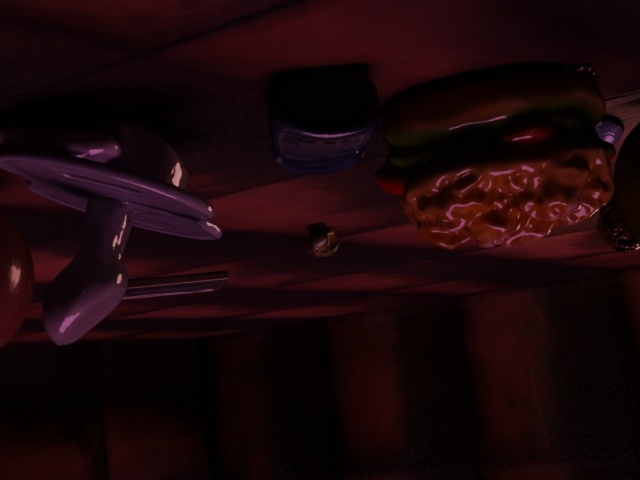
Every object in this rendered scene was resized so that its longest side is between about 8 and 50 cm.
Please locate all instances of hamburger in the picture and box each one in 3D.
[{"bbox_3d":[0.170,-0.068,1.110,0.237,0.148,0.237,-7,173,-1],"label":"hamburger"}]

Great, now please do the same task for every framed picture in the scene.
[{"bbox_3d":[-0.335,0.095,2.295,0.289,0.016,0.213,-5,172,-11],"label":"framed picture"}]

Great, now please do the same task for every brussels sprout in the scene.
[{"bbox_3d":[-0.001,0.001,1.807,0.051,0.046,0.083,-51,159,1],"label":"brussels sprout"}]

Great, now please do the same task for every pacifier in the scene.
[{"bbox_3d":[-0.213,-0.003,1.064,0.228,0.207,0.279,11,171,1],"label":"pacifier"}]

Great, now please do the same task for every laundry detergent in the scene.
[{"bbox_3d":[-0.002,-0.099,1.051,0.097,0.061,0.206,-8,172,-6],"label":"laundry detergent"}]

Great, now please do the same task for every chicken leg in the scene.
[{"bbox_3d":[0.559,-0.050,1.824,0.252,0.087,0.107,-18,-171,25],"label":"chicken leg"}]

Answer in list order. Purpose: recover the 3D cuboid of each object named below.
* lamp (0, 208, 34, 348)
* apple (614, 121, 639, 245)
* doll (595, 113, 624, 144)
[{"bbox_3d":[-0.444,0.061,1.172,0.305,0.239,0.305,-6,172,-1],"label":"lamp"},{"bbox_3d":[0.405,-0.064,1.211,0.196,0.196,0.157,-14,140,41],"label":"apple"},{"bbox_3d":[0.260,-0.103,1.264,0.120,0.075,0.180,33,139,-8],"label":"doll"}]
